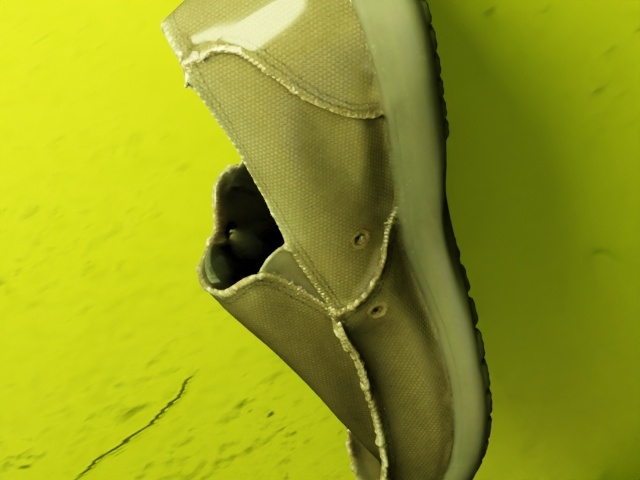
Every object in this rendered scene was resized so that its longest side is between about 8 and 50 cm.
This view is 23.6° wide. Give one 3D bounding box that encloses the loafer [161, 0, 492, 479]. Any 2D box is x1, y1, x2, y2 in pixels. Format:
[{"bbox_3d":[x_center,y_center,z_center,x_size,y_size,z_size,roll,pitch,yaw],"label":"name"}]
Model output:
[{"bbox_3d":[0.000,0.000,0.785,0.130,0.134,0.366,-15,126,-4],"label":"loafer"}]
